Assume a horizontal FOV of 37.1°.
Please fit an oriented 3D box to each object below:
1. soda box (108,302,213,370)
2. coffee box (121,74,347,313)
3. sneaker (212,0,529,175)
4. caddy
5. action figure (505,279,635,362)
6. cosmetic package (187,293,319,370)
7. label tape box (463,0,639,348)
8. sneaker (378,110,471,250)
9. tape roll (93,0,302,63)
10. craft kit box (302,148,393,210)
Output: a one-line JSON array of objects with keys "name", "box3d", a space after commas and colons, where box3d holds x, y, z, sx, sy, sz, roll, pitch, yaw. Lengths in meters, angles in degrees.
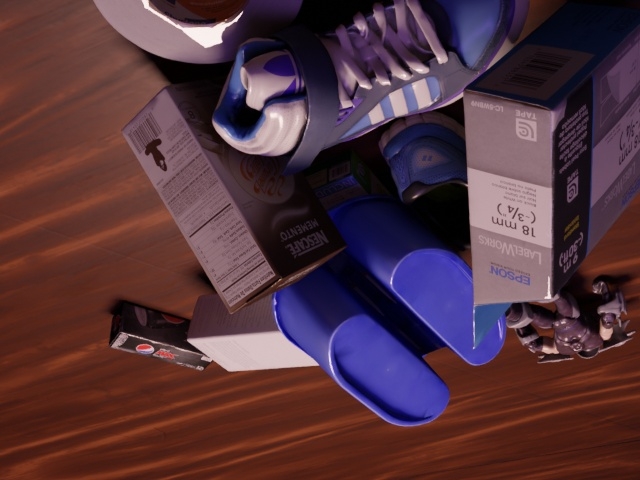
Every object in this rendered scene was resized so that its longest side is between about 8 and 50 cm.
[{"name": "soda box", "box3d": [-0.255, 0.158, 1.552, 0.169, 0.060, 0.053, 19, 140, -25]}, {"name": "coffee box", "box3d": [-0.097, -0.058, 1.094, 0.098, 0.246, 0.141, -35, 174, 37]}, {"name": "sneaker", "box3d": [0.034, -0.179, 0.975, 0.323, 0.130, 0.236, -27, 173, 38]}, {"name": "caddy", "box3d": [0.087, 0.090, 1.273, 0.241, 0.179, 0.341, -46, 132, 0]}, {"name": "action figure", "box3d": [0.371, 0.112, 1.474, 0.185, 0.099, 0.285, -31, 138, 24]}, {"name": "cosmetic package", "box3d": [-0.071, 0.131, 1.417, 0.231, 0.085, 0.117, -9, 145, 30]}, {"name": "label tape box", "box3d": [0.263, -0.058, 1.044, 0.106, 0.241, 0.333, 18, 133, 34]}, {"name": "sneaker", "box3d": [0.216, -0.036, 1.229, 0.330, 0.147, 0.130, 20, 138, -28]}, {"name": "tape roll", "box3d": [-0.124, -0.284, 0.963, 0.219, 0.072, 0.219, 0, 143, 0]}, {"name": "craft kit box", "box3d": [0.000, 0.000, 1.353, 0.250, 0.061, 0.246, -20, 136, 24]}]
